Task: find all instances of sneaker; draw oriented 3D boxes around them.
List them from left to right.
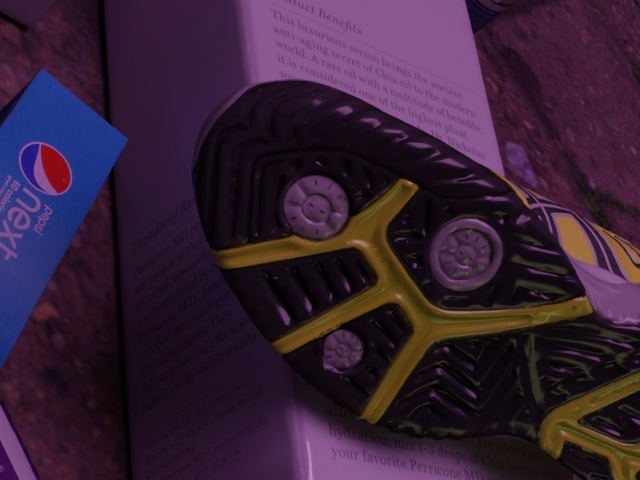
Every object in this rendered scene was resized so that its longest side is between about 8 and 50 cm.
[{"bbox_3d":[0.089,0.033,0.749,0.384,0.145,0.147,32,13,-23],"label":"sneaker"}]

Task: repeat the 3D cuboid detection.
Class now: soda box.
[{"bbox_3d":[-0.188,-0.002,0.768,0.071,0.067,0.210,40,41,-19],"label":"soda box"}]

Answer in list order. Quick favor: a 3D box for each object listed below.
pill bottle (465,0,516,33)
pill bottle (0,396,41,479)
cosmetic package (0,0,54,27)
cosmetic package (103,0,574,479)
[{"bbox_3d":[0.120,-0.213,1.201,0.067,0.120,0.067,27,46,-31],"label":"pill bottle"},{"bbox_3d":[-0.210,0.120,0.565,0.181,0.181,0.323,-18,76,-51],"label":"pill bottle"},{"bbox_3d":[-0.216,-0.269,0.864,0.183,0.151,0.151,27,46,-29],"label":"cosmetic package"},{"bbox_3d":[0.000,0.000,0.887,0.230,0.161,0.453,18,52,-37],"label":"cosmetic package"}]
